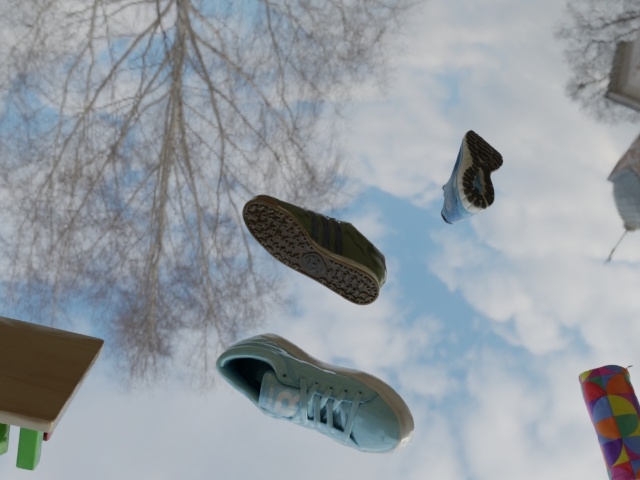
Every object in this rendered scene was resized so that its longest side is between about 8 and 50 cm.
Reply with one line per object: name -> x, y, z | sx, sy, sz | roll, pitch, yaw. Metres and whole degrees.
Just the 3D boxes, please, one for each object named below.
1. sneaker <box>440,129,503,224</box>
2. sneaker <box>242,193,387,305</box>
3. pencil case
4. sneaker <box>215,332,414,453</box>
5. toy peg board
sneaker -> 0.183, -0.081, 0.866 | 0.063, 0.073, 0.162 | 38, -137, -9
sneaker -> 0.000, 0.000, 0.833 | 0.192, 0.064, 0.086 | 34, -147, 5
pencil case -> 0.550, 0.342, 1.239 | 0.104, 0.104, 0.236 | 8, -128, -12
sneaker -> -0.027, 0.270, 1.136 | 0.366, 0.135, 0.150 | 17, -165, 34
toy peg board -> -0.332, 0.155, 0.701 | 0.161, 0.079, 0.160 | 14, -161, -5
